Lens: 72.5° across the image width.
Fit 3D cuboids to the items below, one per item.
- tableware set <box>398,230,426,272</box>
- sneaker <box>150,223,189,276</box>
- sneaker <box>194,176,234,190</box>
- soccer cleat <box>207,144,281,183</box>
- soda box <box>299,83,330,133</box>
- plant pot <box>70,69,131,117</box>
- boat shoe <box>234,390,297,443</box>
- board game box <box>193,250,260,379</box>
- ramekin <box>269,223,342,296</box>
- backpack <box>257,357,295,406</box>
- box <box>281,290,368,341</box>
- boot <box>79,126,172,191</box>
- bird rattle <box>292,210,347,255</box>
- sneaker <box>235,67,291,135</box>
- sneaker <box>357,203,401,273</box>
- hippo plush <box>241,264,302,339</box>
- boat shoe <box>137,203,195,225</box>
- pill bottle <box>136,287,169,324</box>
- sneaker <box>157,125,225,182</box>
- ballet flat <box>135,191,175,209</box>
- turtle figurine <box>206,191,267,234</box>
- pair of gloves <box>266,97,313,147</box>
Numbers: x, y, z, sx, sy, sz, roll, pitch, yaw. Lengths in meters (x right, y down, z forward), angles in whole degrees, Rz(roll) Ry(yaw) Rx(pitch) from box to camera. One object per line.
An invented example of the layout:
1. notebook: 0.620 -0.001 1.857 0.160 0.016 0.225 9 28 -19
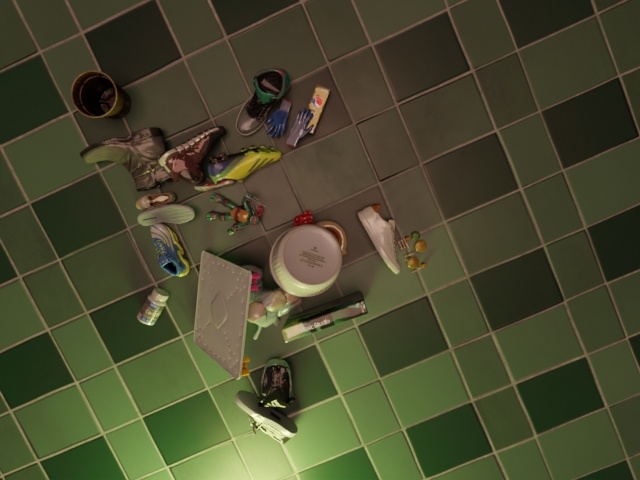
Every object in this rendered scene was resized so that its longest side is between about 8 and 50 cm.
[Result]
1. tableware set: 0.382 0.045 1.758 0.104 0.024 0.154 -25 94 0
2. sneaker: -0.601 0.038 1.716 0.091 0.126 0.240 -33 96 4
3. sneaker: -0.421 -0.237 1.723 0.158 0.061 0.064 -12 84 -7
4. soccer cleat: -0.290 -0.292 1.687 0.289 0.093 0.121 -15 119 -14
5. soda box: -0.020 -0.501 1.679 0.058 0.061 0.181 23 97 -1
6. plant pot: -0.806 -0.532 1.634 0.167 0.165 0.166 0 97 1
7. boat shoe: -0.242 0.737 1.802 0.306 0.113 0.105 38 102 -19
8. board game box: -0.363 0.262 1.644 0.050 0.390 0.389 2 99 -39
9. ramekin: -0.043 0.064 1.572 0.273 0.127 0.272 3 76 -13
10. backpack: -0.183 0.577 1.779 0.152 0.115 0.181 1 96 -11
11. box: 0.019 0.288 1.683 0.322 0.232 0.058 -21 91 3
12. boot: -0.742 -0.289 1.692 0.339 0.118 0.222 -15 101 7
13. bird rattle: 0.000 0.000 1.731 0.207 0.143 0.253 -13 83 -9
14. sneaker: -0.220 -0.521 1.621 0.124 0.178 0.295 38 96 -3
15. sneaker: 0.263 -0.010 1.709 0.123 0.106 0.290 -29 94 6
16. hippo plush: -0.222 0.200 1.710 0.234 0.294 0.236 -28 69 -16
17. boat shoe: -0.605 -0.114 1.723 0.227 0.075 0.083 -4 122 1
18. pill bottle: -0.677 0.266 1.767 0.078 0.078 0.137 31 96 -3
19. sneaker: -0.462 -0.314 1.677 0.281 0.106 0.162 -32 103 -11
20. ballet flat: -0.661 -0.162 1.731 0.168 0.052 0.057 -15 96 3
21. turtle figurine: -0.322 -0.102 1.703 0.234 0.118 0.175 16 82 14
22. pair of gloves: -0.117 -0.448 1.665 0.198 0.023 0.159 31 100 24
